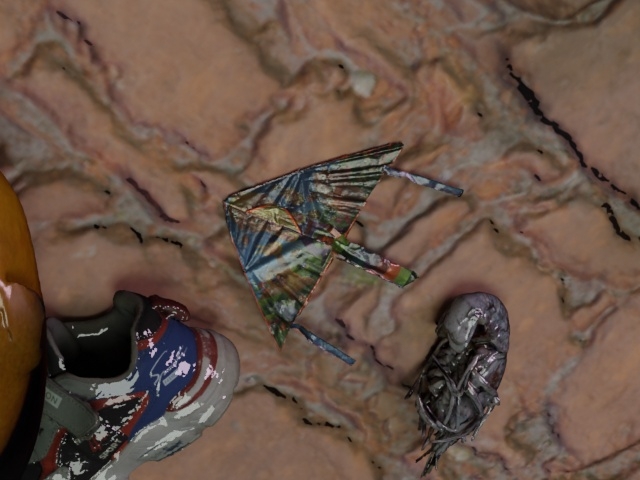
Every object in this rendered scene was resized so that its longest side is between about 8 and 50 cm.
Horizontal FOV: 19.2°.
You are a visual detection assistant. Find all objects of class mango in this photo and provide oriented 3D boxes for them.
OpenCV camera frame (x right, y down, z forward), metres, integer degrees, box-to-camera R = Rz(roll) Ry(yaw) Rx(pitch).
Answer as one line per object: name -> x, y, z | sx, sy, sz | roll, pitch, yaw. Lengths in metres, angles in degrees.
mango -> -0.273, 0.054, 1.215 | 0.201, 0.152, 0.287 | 5, 122, -18

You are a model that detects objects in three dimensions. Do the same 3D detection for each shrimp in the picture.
shrimp -> 0.099, 0.111, 1.407 | 0.065, 0.056, 0.165 | 6, 112, -36

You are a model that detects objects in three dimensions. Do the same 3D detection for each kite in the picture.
kite -> 0.000, 0.000, 1.335 | 0.160, 0.010, 0.183 | 23, 112, -22

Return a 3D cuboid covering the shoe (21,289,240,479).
shoe -> -0.172, 0.112, 1.308 | 0.227, 0.099, 0.125 | -33, 133, 3
